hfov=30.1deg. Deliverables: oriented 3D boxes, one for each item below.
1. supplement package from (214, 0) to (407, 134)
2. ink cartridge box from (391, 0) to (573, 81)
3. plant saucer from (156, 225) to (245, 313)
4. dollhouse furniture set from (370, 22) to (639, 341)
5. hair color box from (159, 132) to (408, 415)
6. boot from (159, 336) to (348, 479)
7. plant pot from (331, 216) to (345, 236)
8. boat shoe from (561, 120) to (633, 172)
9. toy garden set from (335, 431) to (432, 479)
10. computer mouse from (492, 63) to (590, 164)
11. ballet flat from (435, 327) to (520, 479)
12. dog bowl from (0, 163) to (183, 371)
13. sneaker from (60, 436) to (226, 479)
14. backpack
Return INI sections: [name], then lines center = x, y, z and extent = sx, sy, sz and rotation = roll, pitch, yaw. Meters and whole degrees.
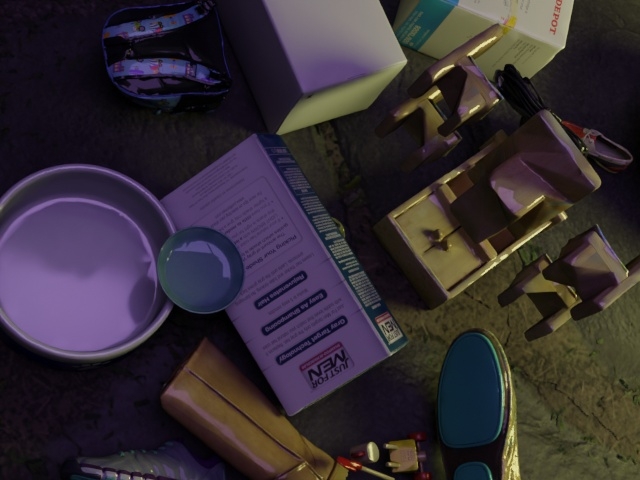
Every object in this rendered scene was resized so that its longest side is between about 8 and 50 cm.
[supplement package]
center = -0.032, -0.332, 1.750
extent = 0.177, 0.175, 0.293
rotation = -19, 80, -23
[ink cartridge box]
center = 0.258, -0.374, 1.859
extent = 0.232, 0.168, 0.171
rotation = 20, 69, -11
[plant saucer]
center = -0.159, 0.040, 1.565
extent = 0.119, 0.021, 0.119
rotation = 6, 72, -19
[dollhouse furniture set]
center = 0.273, -0.075, 1.647
extent = 0.256, 0.394, 0.362
rotation = -35, 86, -24
[hair color box]
center = -0.050, 0.043, 1.624
extent = 0.174, 0.105, 0.347
rotation = -33, 84, 18
[boot]
center = -0.107, 0.284, 1.545
extent = 0.269, 0.089, 0.236
rotation = 43, 30, -7
[plant pot]
center = 0.000, 0.000, 1.709
extent = 0.083, 0.079, 0.083
rotation = 5, 71, -16
[boat shoe]
center = 0.439, -0.156, 1.917
extent = 0.137, 0.043, 0.049
rotation = 31, 69, -5
[toy garden set]
center = 0.083, 0.357, 1.587
extent = 0.244, 0.049, 0.204
rotation = 15, 62, -49
[computer mouse]
center = 0.339, -0.145, 1.794
extent = 0.072, 0.272, 0.188
rotation = -40, 66, 7
[ballet flat]
center = 0.232, 0.302, 1.674
extent = 0.123, 0.123, 0.349
rotation = 4, 73, -16
[dog bowl]
center = -0.322, 0.038, 1.581
extent = 0.265, 0.104, 0.265
rotation = 5, 72, -16
[sneaker]
center = -0.227, 0.299, 1.556
extent = 0.223, 0.083, 0.098
rotation = 18, 51, -19
[backpack]
center = -0.227, -0.256, 1.696
extent = 0.173, 0.117, 0.158
rotation = -8, 76, -20
